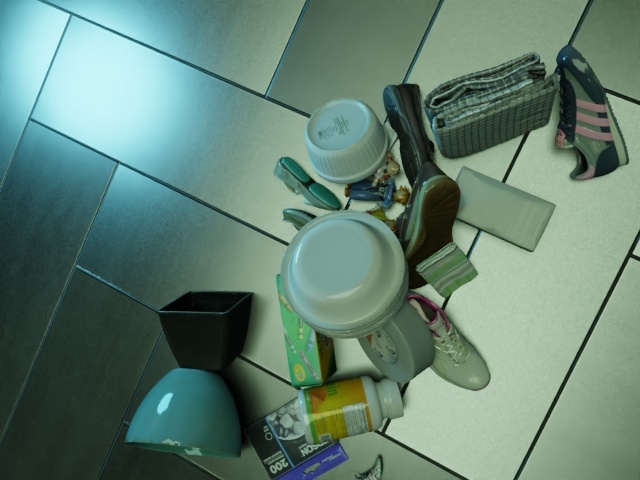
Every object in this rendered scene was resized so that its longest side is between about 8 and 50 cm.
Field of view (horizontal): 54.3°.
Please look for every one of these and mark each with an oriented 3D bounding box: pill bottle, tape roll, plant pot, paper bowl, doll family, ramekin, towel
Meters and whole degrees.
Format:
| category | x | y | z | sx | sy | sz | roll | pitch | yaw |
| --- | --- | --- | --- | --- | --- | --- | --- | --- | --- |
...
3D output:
| category | x | y | z | sx | sy | sz | roll | pitch | yaw |
| --- | --- | --- | --- | --- | --- | --- | --- | --- | --- |
| pill bottle | 0.074 | 0.411 | 1.543 | 0.246 | 0.136 | 0.136 | -12 | 86 | -2 |
| tape roll | 0.171 | 0.229 | 1.497 | 0.072 | 0.219 | 0.219 | -28 | 81 | -27 |
| plant pot | -0.335 | 0.440 | 1.607 | 0.290 | 0.290 | 0.195 | 1 | 66 | 14 |
| paper bowl | 0.048 | 0.066 | 1.391 | 0.284 | 0.148 | 0.284 | -6 | 66 | 14 |
| plant pot | -0.294 | 0.238 | 1.636 | 0.188 | 0.187 | 0.167 | 1 | 101 | 14 |
| doll family | 0.137 | -0.097 | 1.577 | 0.163 | 0.118 | 0.263 | 10 | 73 | 20 |
| ramekin | 0.058 | -0.254 | 1.543 | 0.207 | 0.109 | 0.207 | -9 | 59 | 15 |
| towel | 0.310 | 0.076 | 1.507 | 0.113 | 0.152 | 0.023 | -36 | 42 | 13 |
| towel | 0.388 | -0.311 | 1.443 | 0.284 | 0.235 | 0.121 | -21 | 75 | 12 |

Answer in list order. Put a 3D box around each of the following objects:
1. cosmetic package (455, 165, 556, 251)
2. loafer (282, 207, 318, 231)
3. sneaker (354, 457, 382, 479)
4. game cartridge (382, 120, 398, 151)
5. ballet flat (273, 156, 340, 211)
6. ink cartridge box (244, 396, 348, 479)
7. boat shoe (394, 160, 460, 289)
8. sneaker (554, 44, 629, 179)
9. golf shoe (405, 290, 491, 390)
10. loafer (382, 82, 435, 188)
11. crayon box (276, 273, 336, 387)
| category | x | y | z | sx | sy | sz | roll | pitch | yaw |
| --- | --- | --- | --- | --- | --- | --- | --- | --- | --- |
| cosmetic package | 0.424 | -0.074 | 1.498 | 0.238 | 0.107 | 0.127 | 28 | 96 | 16 |
| loafer | 0.000 | 0.000 | 1.602 | 0.251 | 0.094 | 0.087 | 32 | 99 | 10 |
| sneaker | 0.122 | 0.599 | 1.592 | 0.069 | 0.038 | 0.098 | 5 | 90 | 13 |
| game cartridge | 0.165 | -0.261 | 1.607 | 0.056 | 0.017 | 0.083 | 34 | 97 | 9 |
| ballet flat | -0.037 | -0.134 | 1.638 | 0.213 | 0.072 | 0.068 | 43 | 126 | 12 |
| ink cartridge box | -0.065 | 0.535 | 1.637 | 0.206 | 0.045 | 0.208 | -34 | 82 | 10 |
| boat shoe | 0.241 | -0.032 | 1.490 | 0.123 | 0.342 | 0.123 | -10 | 43 | -14 |
| sneaker | 0.579 | -0.275 | 1.407 | 0.131 | 0.112 | 0.319 | -28 | 108 | 13 |
| golf shoe | 0.289 | 0.241 | 1.498 | 0.306 | 0.140 | 0.115 | 44 | 80 | 10 |
| loafer | 0.244 | -0.250 | 1.543 | 0.095 | 0.109 | 0.302 | -16 | 85 | -13 |
| crayon box | -0.033 | 0.213 | 1.571 | 0.081 | 0.165 | 0.278 | -9 | 87 | 14 |
